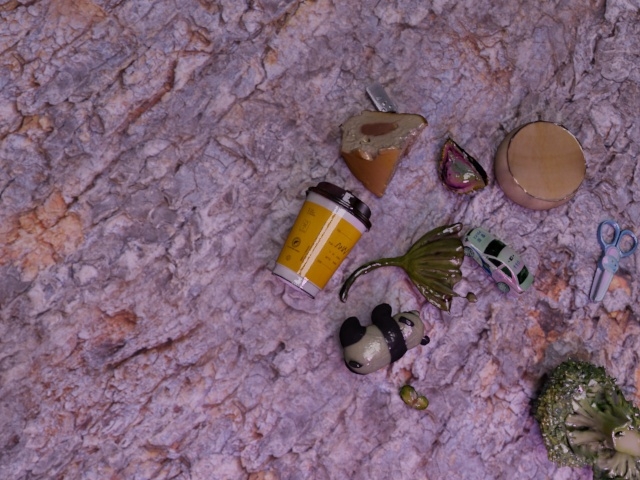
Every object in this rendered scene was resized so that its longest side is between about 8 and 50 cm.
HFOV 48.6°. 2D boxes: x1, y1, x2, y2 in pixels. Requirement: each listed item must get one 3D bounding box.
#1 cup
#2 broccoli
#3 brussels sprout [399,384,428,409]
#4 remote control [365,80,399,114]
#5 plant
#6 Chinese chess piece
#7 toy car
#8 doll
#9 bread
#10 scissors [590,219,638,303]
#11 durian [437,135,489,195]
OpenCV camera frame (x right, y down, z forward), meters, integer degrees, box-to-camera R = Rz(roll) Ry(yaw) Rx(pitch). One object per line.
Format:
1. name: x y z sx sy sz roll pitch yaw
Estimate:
1. cup: 0.000 0.000 1.825 0.196 0.196 0.280 31 83 -2
2. broccoli: 0.688 0.493 1.788 0.249 0.302 0.375 -32 89 23
3. brussels sprout: 0.245 0.410 1.837 0.083 0.046 0.051 32 33 -2
4. remote control: 0.192 -0.365 2.016 0.049 0.027 0.184 -32 89 -13
5. plant: 0.234 0.053 1.861 0.333 0.180 0.251 9 66 -4
6. Chinese chess piece: 0.624 -0.213 2.014 0.257 0.104 0.257 2 77 -9
7. toy car: 0.486 0.052 1.933 0.224 0.076 0.090 45 57 2
8. doll: 0.157 0.254 1.794 0.234 0.135 0.144 -23 114 -17
9. bread: 0.143 -0.274 1.895 0.211 0.224 0.184 36 68 8
10. scissors: 0.823 0.067 2.023 0.125 0.030 0.256 28 72 -3
11. durian: 0.387 -0.191 1.987 0.108 0.119 0.187 -44 73 22
